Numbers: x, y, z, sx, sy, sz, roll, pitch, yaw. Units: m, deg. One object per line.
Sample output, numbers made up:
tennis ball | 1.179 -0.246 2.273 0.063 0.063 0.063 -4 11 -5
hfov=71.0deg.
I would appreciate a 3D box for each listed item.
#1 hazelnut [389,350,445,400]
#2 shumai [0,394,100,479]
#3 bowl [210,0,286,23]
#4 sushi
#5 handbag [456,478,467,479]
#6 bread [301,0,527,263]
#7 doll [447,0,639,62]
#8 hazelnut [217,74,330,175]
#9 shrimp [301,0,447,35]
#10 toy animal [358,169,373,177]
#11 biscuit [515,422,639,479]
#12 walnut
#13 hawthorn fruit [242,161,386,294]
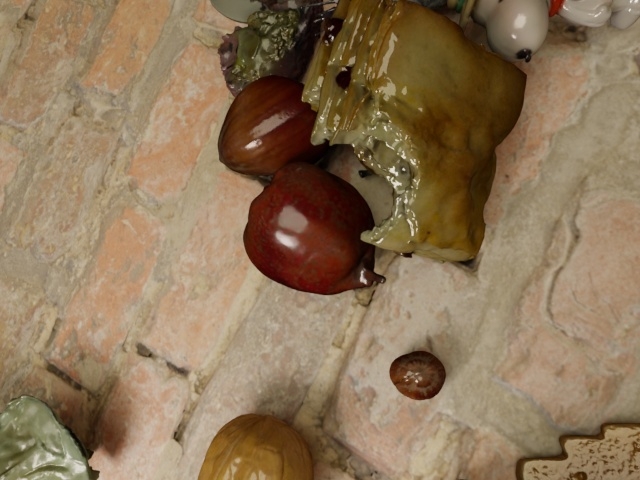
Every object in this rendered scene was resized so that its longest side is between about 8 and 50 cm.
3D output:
hazelnut | 0.153 0.211 0.700 0.086 0.086 0.086 -3 80 18
shumai | -0.572 0.395 0.780 0.330 0.292 0.288 37 109 -16
bowl | -0.133 -0.634 0.901 0.337 0.157 0.337 -3 80 18
sushi | -0.086 -0.358 0.866 0.241 0.107 0.161 -19 79 14
handbag | 0.259 0.435 0.532 0.275 0.260 0.084 33 89 19
bread | 0.140 -0.165 0.651 0.314 0.191 0.370 14 81 -24
doll | 0.344 -0.383 0.704 0.271 0.144 0.208 -25 75 -7
hazelnut | -0.077 -0.189 0.786 0.181 0.212 0.181 21 101 -10
shrimp | 0.134 -0.458 0.805 0.343 0.116 0.145 -19 75 7
toy animal | 0.118 -0.233 0.796 0.176 0.073 0.217 -16 80 -1
biscuit | 0.405 0.343 0.616 0.212 0.041 0.239 42 95 26
walnut | -0.104 0.391 0.703 0.193 0.193 0.226 2 71 18
hawthorn fruit | 0.000 0.000 0.720 0.248 0.208 0.208 41 94 18
